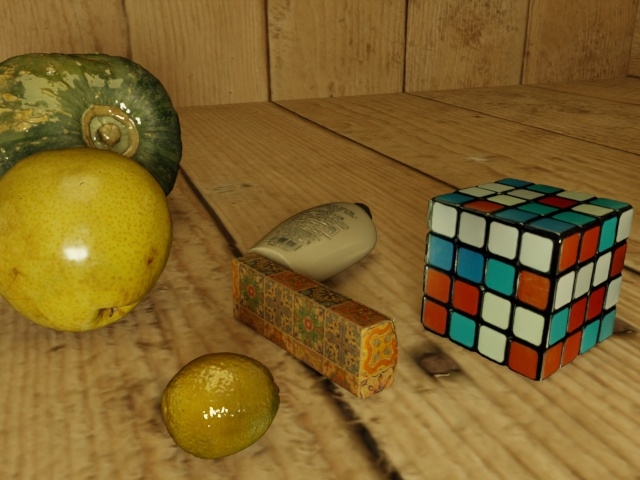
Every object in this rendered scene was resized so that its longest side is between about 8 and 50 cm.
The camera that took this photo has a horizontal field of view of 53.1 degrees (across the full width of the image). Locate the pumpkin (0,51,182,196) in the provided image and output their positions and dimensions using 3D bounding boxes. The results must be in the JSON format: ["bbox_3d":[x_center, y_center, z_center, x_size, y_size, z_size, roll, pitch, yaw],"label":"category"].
[{"bbox_3d":[-0.394,-0.157,1.006,0.328,0.291,0.258,0,-9,-40],"label":"pumpkin"}]

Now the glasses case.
[{"bbox_3d":[-0.014,0.080,0.665,0.049,0.075,0.218,-14,24,-38],"label":"glasses case"}]

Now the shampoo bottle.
[{"bbox_3d":[0.000,0.000,0.867,0.127,0.078,0.257,15,27,27],"label":"shampoo bottle"}]

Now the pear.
[{"bbox_3d":[-0.267,0.001,0.715,0.209,0.208,0.209,-1,21,0],"label":"pear"}]

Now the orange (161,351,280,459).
[{"bbox_3d":[-0.079,0.132,0.519,0.095,0.085,0.085,-3,20,-25],"label":"orange"}]

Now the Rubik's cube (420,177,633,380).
[{"bbox_3d":[0.214,0.029,0.678,0.151,0.154,0.154,-18,27,-38],"label":"Rubik's cube"}]
